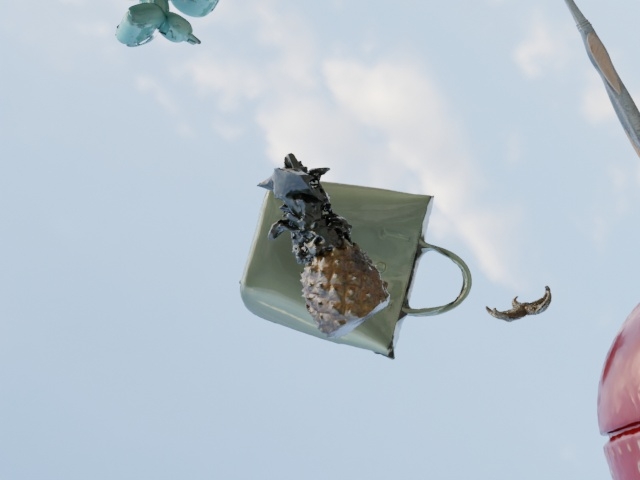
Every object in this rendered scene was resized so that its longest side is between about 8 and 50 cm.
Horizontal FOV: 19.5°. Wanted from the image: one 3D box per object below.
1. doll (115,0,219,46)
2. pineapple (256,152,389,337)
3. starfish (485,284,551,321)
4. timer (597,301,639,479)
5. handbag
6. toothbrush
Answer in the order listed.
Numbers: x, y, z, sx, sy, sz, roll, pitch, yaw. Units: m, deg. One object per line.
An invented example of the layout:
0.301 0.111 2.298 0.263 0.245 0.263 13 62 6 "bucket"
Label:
-0.203 -0.313 2.398 0.158 0.059 0.159 8 -132 -29 "doll"
0.000 0.000 2.364 0.237 0.119 0.111 62 -157 10 "pineapple"
0.254 0.085 2.391 0.078 0.091 0.028 -34 -70 -63 "starfish"
0.432 0.136 1.643 0.378 0.378 0.279 -2 -108 -54 "timer"
0.054 0.033 2.621 0.315 0.241 0.109 12 170 19 "handbag"
0.360 -0.231 2.390 0.037 0.028 0.375 87 157 -82 "toothbrush"
